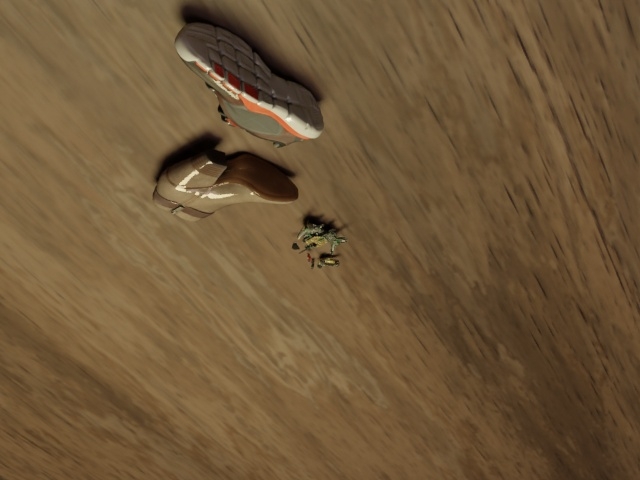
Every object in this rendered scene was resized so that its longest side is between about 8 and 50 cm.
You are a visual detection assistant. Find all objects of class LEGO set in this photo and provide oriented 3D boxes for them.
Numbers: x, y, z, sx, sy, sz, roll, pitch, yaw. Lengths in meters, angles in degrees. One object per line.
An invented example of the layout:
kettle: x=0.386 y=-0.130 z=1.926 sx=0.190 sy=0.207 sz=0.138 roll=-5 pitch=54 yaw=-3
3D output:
LEGO set: x=-0.002 y=0.001 z=1.075 sx=0.054 sy=0.023 sz=0.083 roll=3 pitch=152 yaw=-9

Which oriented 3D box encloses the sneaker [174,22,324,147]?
sneaker: x=-0.068 y=-0.117 z=0.895 sx=0.065 sy=0.061 sz=0.158 roll=-28 pitch=135 yaw=33

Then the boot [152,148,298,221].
boot: x=-0.092 y=-0.044 z=0.996 sx=0.118 sy=0.042 sz=0.087 roll=24 pitch=137 yaw=-30
